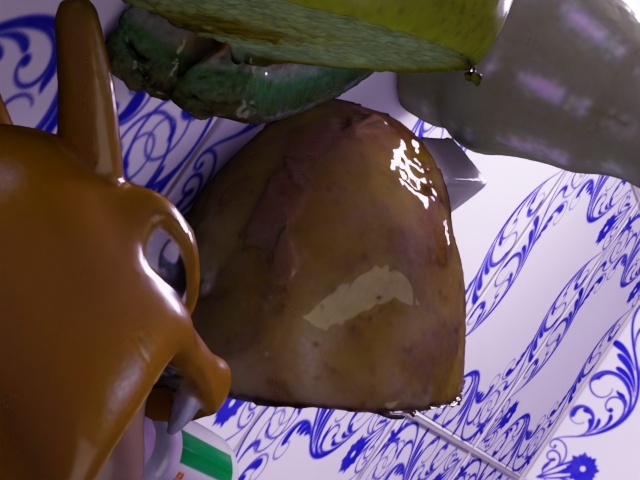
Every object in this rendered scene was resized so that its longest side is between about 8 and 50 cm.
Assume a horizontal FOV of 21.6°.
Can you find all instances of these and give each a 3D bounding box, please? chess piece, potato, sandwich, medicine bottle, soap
[{"bbox_3d":[0.308,-0.117,1.588,0.234,0.442,0.234,-45,156,-26],"label":"chess piece"},{"bbox_3d":[0.000,0.000,1.408,0.289,0.301,0.237,-140,-120,-78],"label":"potato"},{"bbox_3d":[-0.014,-0.191,1.231,0.292,0.109,0.212,-9,130,-63],"label":"sandwich"},{"bbox_3d":[-0.151,0.195,1.518,0.095,0.095,0.260,-54,160,-6],"label":"medicine bottle"},{"bbox_3d":[0.060,-0.026,1.624,0.183,0.064,0.121,-38,168,21],"label":"soap"}]

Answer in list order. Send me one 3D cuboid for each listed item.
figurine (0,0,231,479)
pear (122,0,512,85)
[{"bbox_3d":[-0.244,0.063,0.879,0.387,0.268,0.401,-40,149,-32],"label":"figurine"},{"bbox_3d":[0.001,-0.258,0.944,0.342,0.238,0.318,7,88,-71],"label":"pear"}]
